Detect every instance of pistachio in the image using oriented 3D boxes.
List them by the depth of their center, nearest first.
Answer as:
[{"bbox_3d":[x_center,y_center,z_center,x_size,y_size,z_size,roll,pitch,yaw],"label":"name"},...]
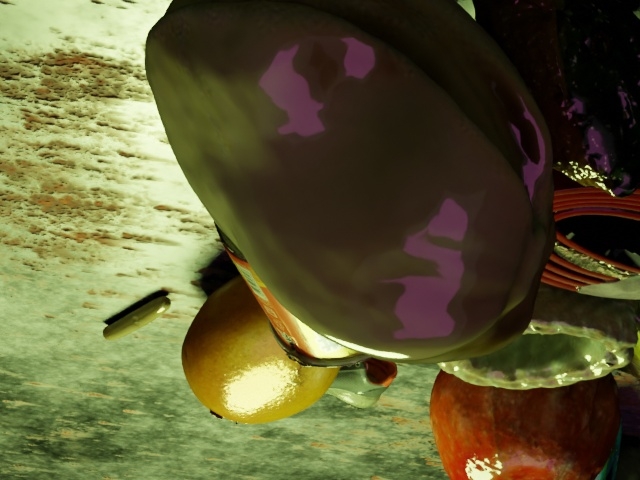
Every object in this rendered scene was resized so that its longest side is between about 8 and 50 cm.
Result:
[{"bbox_3d":[0.037,-0.071,1.501,0.365,0.281,0.445,-12,125,50],"label":"pistachio"}]

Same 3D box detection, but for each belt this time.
[{"bbox_3d":[0.321,-0.035,1.777,0.324,0.115,0.227,15,150,-24],"label":"belt"}]

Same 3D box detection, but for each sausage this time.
[{"bbox_3d":[-0.228,0.098,2.153,0.024,0.024,0.132,22,147,-33],"label":"sausage"}]

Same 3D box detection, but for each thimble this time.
[{"bbox_3d":[0.240,0.078,1.962,0.229,0.148,0.196,5,153,-2],"label":"thimble"}]

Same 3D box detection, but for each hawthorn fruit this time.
[{"bbox_3d":[0.255,0.251,2.158,0.242,0.271,0.242,6,144,4],"label":"hawthorn fruit"}]

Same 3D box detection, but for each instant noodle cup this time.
[{"bbox_3d":[0.000,0.000,1.783,0.213,0.213,0.174,-12,142,24],"label":"instant noodle cup"}]

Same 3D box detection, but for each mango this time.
[{"bbox_3d":[-0.055,0.108,2.045,0.187,0.138,0.257,24,135,-4],"label":"mango"}]

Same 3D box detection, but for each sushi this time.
[{"bbox_3d":[0.238,-0.161,1.522,0.140,0.149,0.287,13,138,45],"label":"sushi"}]

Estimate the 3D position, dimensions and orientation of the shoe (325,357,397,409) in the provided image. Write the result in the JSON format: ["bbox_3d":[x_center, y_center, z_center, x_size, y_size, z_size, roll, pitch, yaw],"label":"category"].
[{"bbox_3d":[0.016,0.160,2.219,0.194,0.074,0.077,20,135,-36],"label":"shoe"}]

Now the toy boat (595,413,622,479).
[{"bbox_3d":[0.338,0.360,2.391,0.134,0.092,0.298,6,118,4],"label":"toy boat"}]

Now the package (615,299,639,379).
[{"bbox_3d":[0.457,0.115,2.079,0.226,0.090,0.168,-6,153,9],"label":"package"}]

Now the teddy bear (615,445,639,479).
[{"bbox_3d":[0.364,0.378,2.533,0.251,0.144,0.171,-2,164,12],"label":"teddy bear"}]
